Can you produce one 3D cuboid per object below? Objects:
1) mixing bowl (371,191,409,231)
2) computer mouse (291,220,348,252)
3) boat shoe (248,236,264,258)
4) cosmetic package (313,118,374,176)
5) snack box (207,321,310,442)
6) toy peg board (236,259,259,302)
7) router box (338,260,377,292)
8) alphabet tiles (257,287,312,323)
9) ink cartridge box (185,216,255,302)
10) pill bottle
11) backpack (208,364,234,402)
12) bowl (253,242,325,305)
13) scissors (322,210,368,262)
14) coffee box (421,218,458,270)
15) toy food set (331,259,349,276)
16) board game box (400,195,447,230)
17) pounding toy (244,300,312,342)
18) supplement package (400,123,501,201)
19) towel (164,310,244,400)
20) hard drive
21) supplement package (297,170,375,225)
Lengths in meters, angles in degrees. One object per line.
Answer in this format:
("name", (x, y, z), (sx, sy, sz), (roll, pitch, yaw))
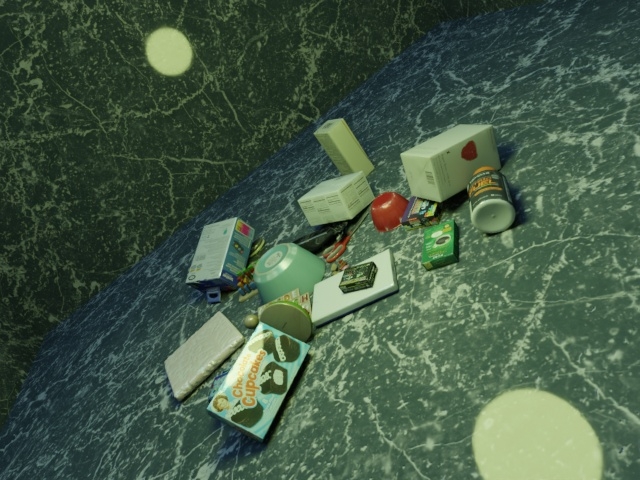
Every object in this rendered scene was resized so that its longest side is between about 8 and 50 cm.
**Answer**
("mixing bowl", (0.271, -0.131, 1.852), (0.182, 0.098, 0.181), (-29, 27, 16))
("computer mouse", (0.000, 0.000, 2.010), (0.273, 0.072, 0.188), (-21, 14, 17))
("boat shoe", (-0.392, 0.055, 2.413), (0.224, 0.073, 0.080), (-42, 29, -3))
("cosmetic package", (0.120, -0.452, 2.326), (0.113, 0.309, 0.160), (-46, 28, -14))
("snack box", (-0.184, 0.429, 1.432), (0.060, 0.187, 0.321), (104, -167, -52))
("toy peg board", (-0.319, 0.178, 2.119), (0.161, 0.079, 0.160), (-31, 27, 15))
("router box", (0.130, 0.126, 1.585), (0.123, 0.038, 0.092), (-18, 31, 35))
("alphabet tiles", (-0.135, 0.288, 1.718), (0.237, 0.009, 0.198), (-28, 45, 19))
("ink cartridge box", (-0.502, 0.107, 2.291), (0.270, 0.151, 0.394), (-11, 55, 38))
("pill bottle", (0.544, -0.143, 1.490), (0.131, 0.130, 0.245), (-24, 29, 27))
("backpack", (-0.279, 0.477, 1.541), (0.158, 0.116, 0.173), (-27, 26, 21))
("bowl", (-0.153, 0.129, 1.893), (0.312, 0.163, 0.311), (-29, 28, 18))
("scissors", (0.124, -0.016, 1.946), (0.297, 0.021, 0.109), (-42, 24, -11))
("coffee box", (0.395, 0.014, 1.524), (0.113, 0.040, 0.184), (-23, 29, 29))
("toy food set", (0.077, 0.111, 1.797), (0.078, 0.019, 0.122), (-30, 19, 15))
("board game box", (0.393, -0.121, 1.739), (0.141, 0.048, 0.170), (-12, 36, 40))
("pounding toy", (-0.129, 0.276, 1.620), (0.237, 0.182, 0.110), (-29, 18, 25))
("supplement package", (0.476, -0.289, 1.684), (0.293, 0.177, 0.175), (-29, 23, -17))
("towel", (-0.483, 0.461, 1.895), (0.332, 0.053, 0.317), (-44, 26, -13))
("hard drive", (0.116, 0.166, 1.630), (0.319, 0.040, 0.210), (-28, 28, 20))
("supplement package", (0.072, -0.187, 2.100), (0.262, 0.145, 0.204), (-7, 26, 45))
